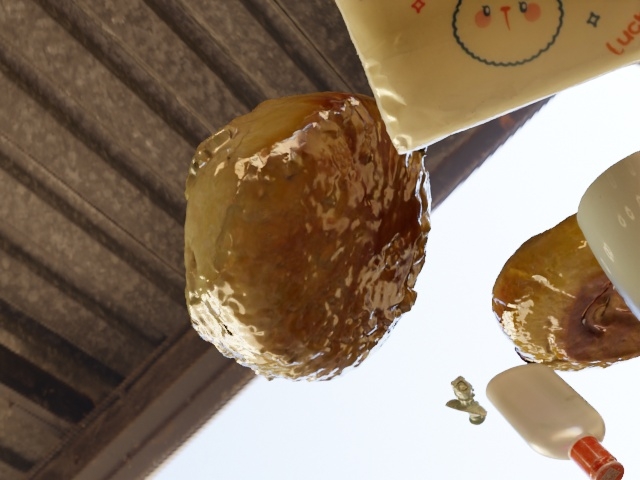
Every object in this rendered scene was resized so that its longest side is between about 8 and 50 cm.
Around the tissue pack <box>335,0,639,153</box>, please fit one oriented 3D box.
[{"bbox_3d":[0.115,-0.160,0.530,0.196,0.092,0.148,-21,-81,16],"label":"tissue pack"}]

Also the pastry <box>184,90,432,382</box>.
[{"bbox_3d":[0.000,0.000,0.821,0.329,0.136,0.330,-14,-72,-48],"label":"pastry"}]

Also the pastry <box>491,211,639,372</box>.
[{"bbox_3d":[0.448,0.079,1.319,0.356,0.164,0.356,-6,-47,-6],"label":"pastry"}]

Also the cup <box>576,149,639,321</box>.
[{"bbox_3d":[0.485,0.027,1.011,0.258,0.234,0.186,8,-44,-25],"label":"cup"}]

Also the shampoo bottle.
[{"bbox_3d":[0.305,0.234,1.027,0.108,0.221,0.051,-13,-66,-13],"label":"shampoo bottle"}]

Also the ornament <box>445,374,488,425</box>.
[{"bbox_3d":[0.232,0.258,1.264,0.041,0.068,0.092,-56,-22,-31],"label":"ornament"}]
